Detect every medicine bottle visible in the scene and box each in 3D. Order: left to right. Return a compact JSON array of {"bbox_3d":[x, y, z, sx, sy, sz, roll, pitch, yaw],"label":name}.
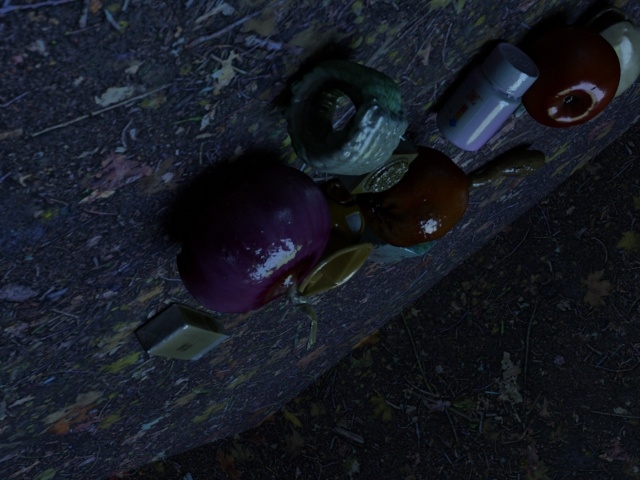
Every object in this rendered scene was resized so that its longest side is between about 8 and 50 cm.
[{"bbox_3d":[0.420,-0.360,1.678,0.152,0.152,0.254,-16,152,-45],"label":"medicine bottle"}]

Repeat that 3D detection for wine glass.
[{"bbox_3d":[0.634,-0.424,2.074,0.038,0.042,0.083,16,142,-17],"label":"wine glass"}]

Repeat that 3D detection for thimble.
[{"bbox_3d":[0.047,-0.228,1.244,0.219,0.219,0.150,-46,157,27],"label":"thimble"}]

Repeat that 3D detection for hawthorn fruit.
[{"bbox_3d":[0.269,-0.130,1.781,0.330,0.287,0.287,-23,158,-31],"label":"hawthorn fruit"}]

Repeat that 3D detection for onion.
[{"bbox_3d":[-0.114,0.010,1.427,0.358,0.344,0.359,22,90,-84],"label":"onion"}]

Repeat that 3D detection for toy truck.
[{"bbox_3d":[0.000,0.000,1.706,0.288,0.212,0.204,-24,157,-39],"label":"toy truck"}]

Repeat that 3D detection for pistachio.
[{"bbox_3d":[0.813,-0.533,1.890,0.213,0.194,0.318,-22,149,10],"label":"pistachio"}]

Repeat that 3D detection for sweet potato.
[{"bbox_3d":[0.701,-0.272,2.453,0.385,0.109,0.109,-19,155,-28],"label":"sweet potato"}]

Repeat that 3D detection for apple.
[{"bbox_3d":[0.641,-0.424,1.741,0.260,0.217,0.260,2,145,1],"label":"apple"}]

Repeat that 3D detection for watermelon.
[{"bbox_3d":[0.215,-0.025,2.057,0.258,0.229,0.387,-34,172,22],"label":"watermelon"}]

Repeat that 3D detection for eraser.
[{"bbox_3d":[-0.387,0.272,1.910,0.144,0.078,0.343,-36,161,3],"label":"eraser"}]

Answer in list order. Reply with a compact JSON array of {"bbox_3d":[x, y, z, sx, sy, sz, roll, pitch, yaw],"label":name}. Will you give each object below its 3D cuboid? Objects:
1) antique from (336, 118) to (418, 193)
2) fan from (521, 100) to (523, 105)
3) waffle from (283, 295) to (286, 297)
[{"bbox_3d":[0.125,-0.199,1.564,0.146,0.148,0.152,-10,151,-49],"label":"antique"},{"bbox_3d":[0.687,-0.451,1.919,0.335,0.229,0.011,68,33,-56],"label":"fan"},{"bbox_3d":[-0.068,0.110,2.107,0.223,0.054,0.204,-38,161,4],"label":"waffle"}]
